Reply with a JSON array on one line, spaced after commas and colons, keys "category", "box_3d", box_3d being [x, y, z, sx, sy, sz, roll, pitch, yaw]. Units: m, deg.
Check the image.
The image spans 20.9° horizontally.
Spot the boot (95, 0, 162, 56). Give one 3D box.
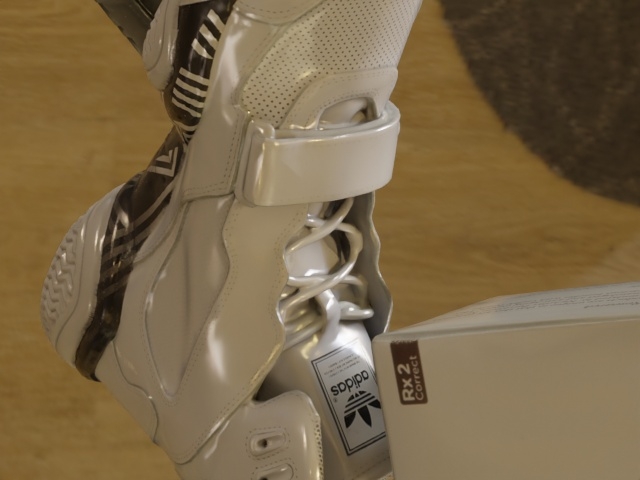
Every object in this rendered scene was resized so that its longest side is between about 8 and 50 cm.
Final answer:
[{"category": "boot", "box_3d": [-0.083, -0.416, 1.781, 0.445, 0.146, 0.367, -39, 122, 0]}]

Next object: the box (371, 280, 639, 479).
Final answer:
[{"category": "box", "box_3d": [0.138, 0.113, 0.788, 0.119, 0.182, 0.181, -16, 97, -53]}]

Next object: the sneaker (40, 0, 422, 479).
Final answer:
[{"category": "sneaker", "box_3d": [0.000, 0.000, 0.845, 0.137, 0.210, 0.366, -18, 151, -43]}]
